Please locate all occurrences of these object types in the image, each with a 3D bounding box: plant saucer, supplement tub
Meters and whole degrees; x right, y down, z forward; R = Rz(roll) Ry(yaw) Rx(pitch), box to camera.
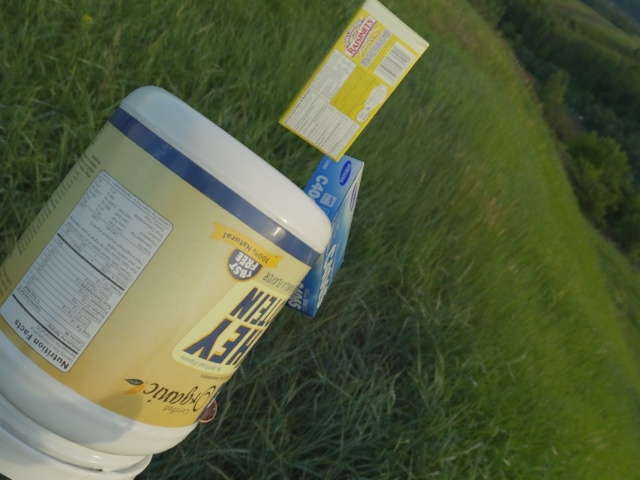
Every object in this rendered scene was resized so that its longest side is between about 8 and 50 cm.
[{"bbox_3d":[-0.241,0.321,1.168,0.083,0.013,0.084,43,26,-27],"label":"plant saucer"},{"bbox_3d":[-0.163,0.046,0.546,0.228,0.316,0.228,36,0,0],"label":"supplement tub"}]

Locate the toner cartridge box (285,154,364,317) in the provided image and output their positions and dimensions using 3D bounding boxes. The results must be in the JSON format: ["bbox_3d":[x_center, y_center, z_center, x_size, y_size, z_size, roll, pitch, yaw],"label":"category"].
[{"bbox_3d":[0.000,0.000,1.156,0.075,0.348,0.165,22,59,9],"label":"toner cartridge box"}]

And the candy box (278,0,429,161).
[{"bbox_3d":[0.043,-0.217,0.811,0.105,0.206,0.027,33,21,-17],"label":"candy box"}]
